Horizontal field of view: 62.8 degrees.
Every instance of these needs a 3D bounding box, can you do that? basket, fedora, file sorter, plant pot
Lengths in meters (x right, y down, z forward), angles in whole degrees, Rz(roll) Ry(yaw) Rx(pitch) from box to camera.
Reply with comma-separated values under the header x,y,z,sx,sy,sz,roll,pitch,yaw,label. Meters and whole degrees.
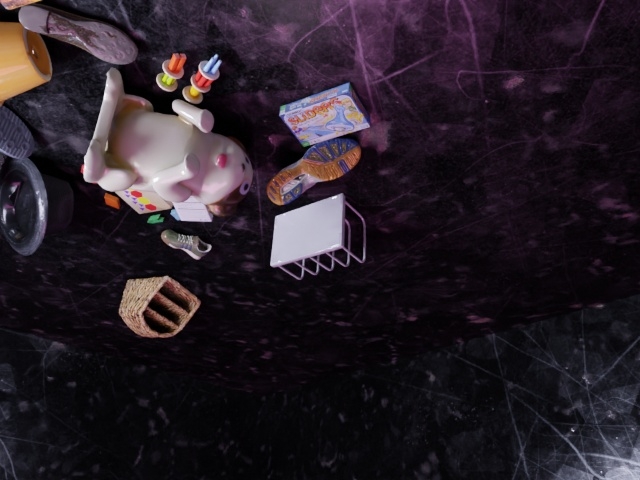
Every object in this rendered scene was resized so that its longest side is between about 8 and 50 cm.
x,y,z,sx,sy,sz,roll,pitch,yaw,label
-0.712,0.314,2.340,0.222,0.214,0.299,-6,148,18,basket
-0.897,-0.113,1.682,0.333,0.335,0.152,-24,173,38,fedora
0.000,0.000,1.761,0.277,0.193,0.173,-17,145,31,file sorter
-0.732,-0.409,1.192,0.187,0.205,0.205,-12,149,-4,plant pot

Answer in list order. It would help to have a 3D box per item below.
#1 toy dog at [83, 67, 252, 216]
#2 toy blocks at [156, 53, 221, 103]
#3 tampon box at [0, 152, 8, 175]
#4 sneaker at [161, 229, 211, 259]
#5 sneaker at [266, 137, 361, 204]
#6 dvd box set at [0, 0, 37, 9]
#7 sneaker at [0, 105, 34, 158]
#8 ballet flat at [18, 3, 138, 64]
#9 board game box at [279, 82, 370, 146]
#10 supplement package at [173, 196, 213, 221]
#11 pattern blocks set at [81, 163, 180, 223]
x,y,z,sx,sy,sz,roll,pitch,yaw,label
-0.383,-0.200,1.399,0.407,0.285,0.395,13,154,-17,toy dog
-0.311,-0.407,1.257,0.123,0.054,0.148,22,145,-28,toy blocks
-1.025,-0.219,1.550,0.120,0.161,0.101,11,149,-9,tampon box
-0.489,0.002,1.953,0.086,0.064,0.192,-25,139,27,sneaker
-0.022,-0.214,1.513,0.296,0.131,0.112,-25,105,12,sneaker
-0.504,-0.582,0.897,0.419,0.062,0.308,0,145,25,dvd box set
-0.938,-0.339,1.422,0.131,0.112,0.319,4,151,34,sneaker
-0.542,-0.470,1.189,0.249,0.058,0.084,12,113,-23,ballet flat
0.012,-0.324,1.372,0.201,0.035,0.136,-13,145,26,board game box
-0.400,-0.150,1.641,0.105,0.105,0.179,2,148,4,supplement package
-0.592,-0.156,1.731,0.285,0.026,0.325,-3,148,12,pattern blocks set
